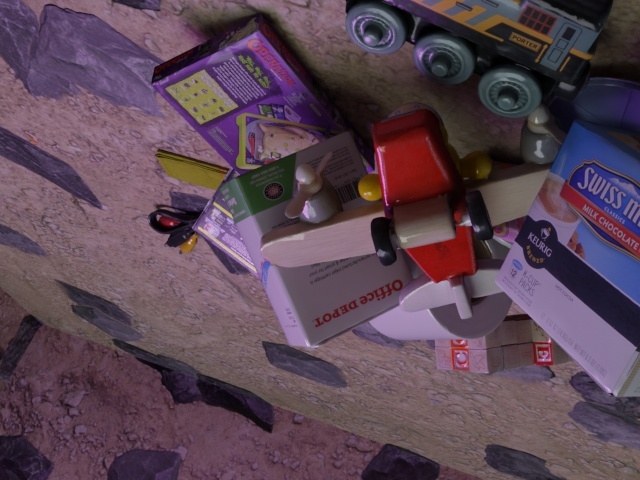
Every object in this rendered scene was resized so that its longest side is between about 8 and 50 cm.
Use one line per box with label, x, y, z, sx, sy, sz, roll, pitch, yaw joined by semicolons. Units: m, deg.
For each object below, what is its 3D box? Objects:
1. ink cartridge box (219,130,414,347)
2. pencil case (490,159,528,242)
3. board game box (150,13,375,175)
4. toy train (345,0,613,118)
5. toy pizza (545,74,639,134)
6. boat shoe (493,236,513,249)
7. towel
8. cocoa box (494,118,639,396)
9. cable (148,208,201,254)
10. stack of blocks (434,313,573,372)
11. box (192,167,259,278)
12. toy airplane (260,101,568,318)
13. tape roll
ink cartridge box;-0.003;0.001;1.421;0.278;0.201;0.117;66;160;-2
pencil case;0.362;-0.038;1.401;0.284;0.124;0.124;16;156;16
board game box;-0.084;-0.194;1.491;0.208;0.056;0.347;-16;138;27
toy train;0.175;-0.277;1.061;0.334;0.142;0.190;26;145;1
toy pizza;0.397;-0.155;1.219;0.201;0.032;0.201;21;156;10
boat shoe;0.353;0.002;1.550;0.219;0.078;0.070;26;156;-8
towel;-0.228;-0.127;1.910;0.237;0.021;0.102;17;155;17
cocoa box;0.434;0.025;1.077;0.347;0.228;0.231;6;-152;-32
cable;-0.298;-0.046;2.150;0.287;0.072;0.139;-22;113;45
stack of blocks;0.378;0.187;1.722;0.297;0.087;0.171;-2;177;-37
box;-0.076;-0.028;1.719;0.270;0.060;0.216;36;120;0
toy airplane;0.156;-0.057;1.259;0.386;0.272;0.384;4;153;-29
tape roll;0.197;0.051;1.594;0.246;0.246;0.169;37;154;-28
